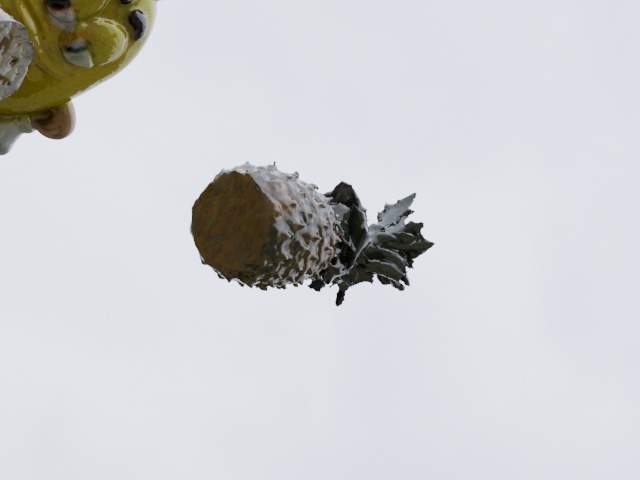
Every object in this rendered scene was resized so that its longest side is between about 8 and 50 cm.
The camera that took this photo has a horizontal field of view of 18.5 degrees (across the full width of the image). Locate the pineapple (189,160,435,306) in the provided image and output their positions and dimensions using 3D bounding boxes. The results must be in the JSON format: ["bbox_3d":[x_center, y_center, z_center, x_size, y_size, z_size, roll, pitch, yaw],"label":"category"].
[{"bbox_3d":[0.000,0.000,1.787,0.125,0.125,0.251,1,-5,44],"label":"pineapple"}]

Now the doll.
[{"bbox_3d":[-0.411,-0.255,2.329,0.348,0.161,0.423,37,-70,-11],"label":"doll"}]

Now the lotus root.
[{"bbox_3d":[-0.378,-0.207,2.118,0.081,0.122,0.112,54,-25,28],"label":"lotus root"}]
